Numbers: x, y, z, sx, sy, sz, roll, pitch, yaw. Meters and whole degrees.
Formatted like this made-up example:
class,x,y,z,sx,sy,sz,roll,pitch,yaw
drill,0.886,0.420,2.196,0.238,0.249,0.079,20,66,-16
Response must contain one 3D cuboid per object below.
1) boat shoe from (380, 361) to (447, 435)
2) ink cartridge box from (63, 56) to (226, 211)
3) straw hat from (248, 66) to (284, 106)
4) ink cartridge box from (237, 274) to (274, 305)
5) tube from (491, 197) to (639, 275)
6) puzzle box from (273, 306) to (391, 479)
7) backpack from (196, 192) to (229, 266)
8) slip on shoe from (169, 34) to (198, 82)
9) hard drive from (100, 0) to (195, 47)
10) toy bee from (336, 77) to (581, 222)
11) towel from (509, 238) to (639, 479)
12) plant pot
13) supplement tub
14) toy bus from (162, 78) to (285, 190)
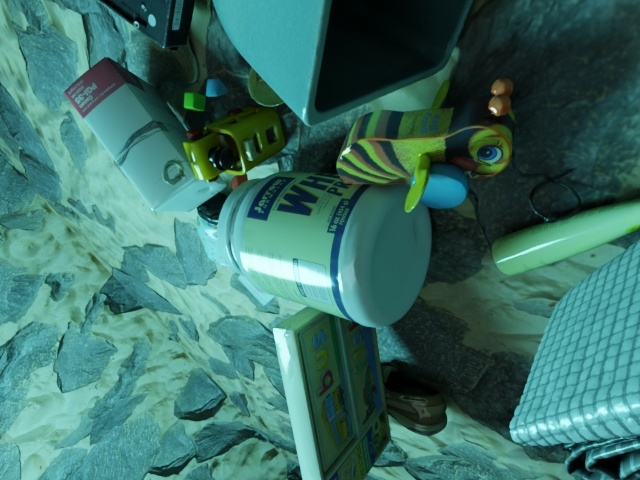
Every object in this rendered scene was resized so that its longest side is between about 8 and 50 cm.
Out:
class,x,y,z,sx,sy,sz,roll,pitch,yaw
boat shoe,0.159,0.354,1.032,0.324,0.123,0.116,12,113,32
ink cartridge box,-0.347,-0.201,0.866,0.283,0.117,0.207,54,-176,-1
straw hat,-0.042,-0.259,0.658,0.145,0.144,0.061,11,171,38
ink cartridge box,-0.134,0.086,1.090,0.109,0.062,0.209,46,144,0
tube,0.332,-0.011,0.525,0.062,0.070,0.240,36,148,-14
puzzle box,0.042,0.312,0.856,0.052,0.272,0.408,-1,105,37
backpack,-0.233,-0.024,1.037,0.152,0.115,0.182,24,142,23
slip on shoe,-0.272,-0.368,0.799,0.051,0.041,0.135,29,141,22
hard drive,-0.334,-0.509,0.668,0.339,0.064,0.237,37,131,9
toy bee,0.165,-0.128,0.505,0.298,0.195,0.162,-7,147,4
towel,0.359,0.117,0.447,0.121,0.283,0.235,37,144,10
plant pot,0.006,-0.316,0.420,0.252,0.247,0.247,42,146,22
supplement tub,0.000,0.000,0.727,0.325,0.235,0.235,11,132,38
toy bus,-0.156,-0.171,0.757,0.104,0.202,0.191,14,178,35
